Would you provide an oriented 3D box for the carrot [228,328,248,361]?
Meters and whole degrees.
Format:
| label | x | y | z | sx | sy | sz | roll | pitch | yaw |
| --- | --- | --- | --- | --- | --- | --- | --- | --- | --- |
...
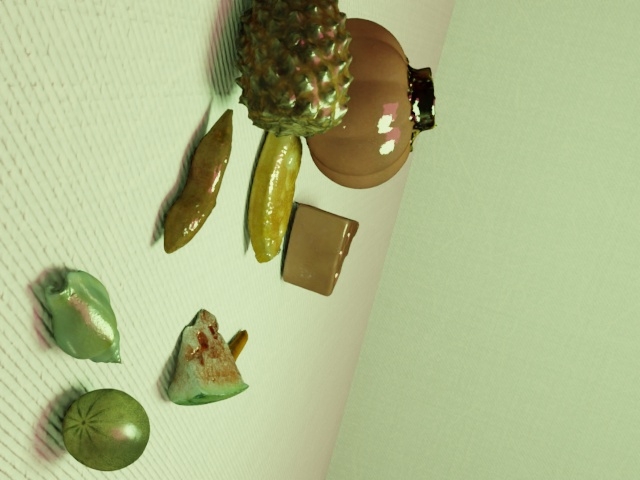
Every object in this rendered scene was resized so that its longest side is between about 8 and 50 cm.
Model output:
| label | x | y | z | sx | sy | sz | roll | pitch | yaw |
| --- | --- | --- | --- | --- | --- | --- | --- | --- | --- |
| carrot | -0.168 | 0.218 | 1.483 | 0.190 | 0.037 | 0.037 | -56 | 160 | -56 |

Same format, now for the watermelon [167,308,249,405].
| label | x | y | z | sx | sy | sz | roll | pitch | yaw |
| --- | --- | --- | --- | --- | --- | --- | --- | --- | --- |
| watermelon | -0.178 | 0.195 | 1.258 | 0.098 | 0.121 | 0.158 | 15 | 89 | -56 |

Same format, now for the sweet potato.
| label | x | y | z | sx | sy | sz | roll | pitch | yaw |
| --- | --- | --- | --- | --- | --- | --- | --- | --- | --- |
| sweet potato | -0.159 | -0.078 | 1.080 | 0.065 | 0.051 | 0.218 | 65 | 44 | -69 |

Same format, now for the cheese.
| label | x | y | z | sx | sy | sz | roll | pitch | yaw |
| --- | --- | --- | --- | --- | --- | --- | --- | --- | --- |
| cheese | -0.010 | 0.021 | 1.729 | 0.203 | 0.128 | 0.177 | 3 | 106 | -82 |

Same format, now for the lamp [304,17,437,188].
| label | x | y | z | sx | sy | sz | roll | pitch | yaw |
| --- | --- | --- | --- | --- | --- | --- | --- | --- | --- |
| lamp | 0.083 | -0.242 | 1.413 | 0.305 | 0.239 | 0.305 | -4 | 90 | -87 |

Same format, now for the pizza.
| label | x | y | z | sx | sy | sz | roll | pitch | yaw |
| --- | --- | --- | --- | --- | --- | --- | --- | --- | --- |
| pizza | -0.080 | -0.091 | 1.403 | 0.134 | 0.056 | 0.271 | -49 | 150 | -56 |

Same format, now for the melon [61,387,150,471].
| label | x | y | z | sx | sy | sz | roll | pitch | yaw |
| --- | --- | --- | --- | --- | --- | --- | --- | --- | --- |
| melon | -0.258 | 0.228 | 0.962 | 0.131 | 0.098 | 0.098 | 49 | 59 | -68 |

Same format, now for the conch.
| label | x | y | z | sx | sy | sz | roll | pitch | yaw |
| --- | --- | --- | --- | --- | --- | --- | --- | --- | --- |
| conch | -0.249 | 0.087 | 0.877 | 0.180 | 0.065 | 0.088 | 76 | 34 | -52 |

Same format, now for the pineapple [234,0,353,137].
| label | x | y | z | sx | sy | sz | roll | pitch | yaw |
| --- | --- | --- | --- | --- | --- | --- | --- | --- | --- |
| pineapple | -0.030 | -0.330 | 1.113 | 0.175 | 0.175 | 0.361 | 40 | 53 | -77 |
